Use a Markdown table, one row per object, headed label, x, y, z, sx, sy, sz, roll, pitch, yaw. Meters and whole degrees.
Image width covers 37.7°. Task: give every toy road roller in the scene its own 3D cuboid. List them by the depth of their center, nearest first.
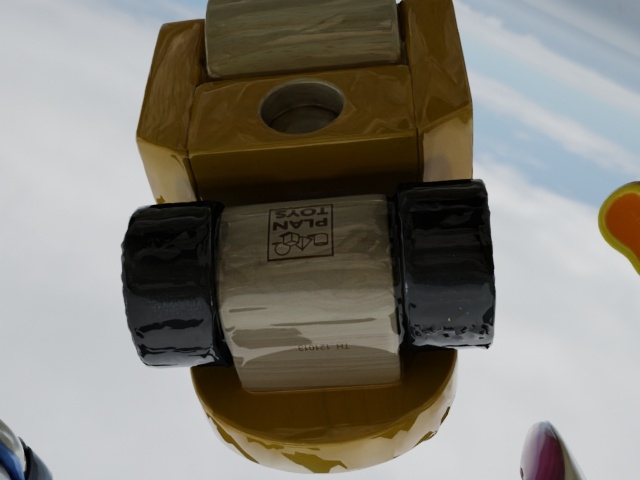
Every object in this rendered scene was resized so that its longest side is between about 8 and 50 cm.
| label | x | y | z | sx | sy | sz | roll | pitch | yaw |
| --- | --- | --- | --- | --- | --- | --- | --- | --- | --- |
| toy road roller | 0.000 | 0.000 | 0.633 | 0.203 | 0.240 | 0.329 | -4 | -132 | 4 |

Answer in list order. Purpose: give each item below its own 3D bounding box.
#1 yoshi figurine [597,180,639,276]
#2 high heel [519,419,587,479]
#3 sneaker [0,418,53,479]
| label | x | y | z | sx | sy | sz | roll | pitch | yaw |
| --- | --- | --- | --- | --- | --- | --- | --- | --- | --- |
| yoshi figurine | 0.402 | -0.050 | 0.877 | 0.362 | 0.203 | 0.203 | 4 | -172 | -45 |
| high heel | 0.212 | 0.323 | 1.013 | 0.127 | 0.181 | 0.377 | 60 | -167 | -9 |
| sneaker | -0.267 | 0.274 | 0.828 | 0.323 | 0.130 | 0.236 | 44 | 158 | 16 |
